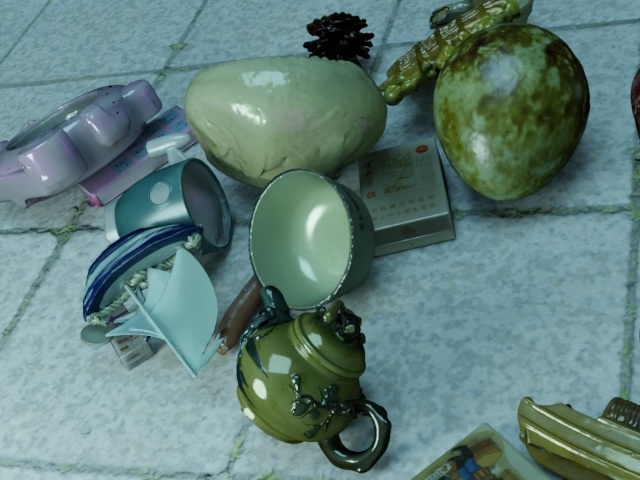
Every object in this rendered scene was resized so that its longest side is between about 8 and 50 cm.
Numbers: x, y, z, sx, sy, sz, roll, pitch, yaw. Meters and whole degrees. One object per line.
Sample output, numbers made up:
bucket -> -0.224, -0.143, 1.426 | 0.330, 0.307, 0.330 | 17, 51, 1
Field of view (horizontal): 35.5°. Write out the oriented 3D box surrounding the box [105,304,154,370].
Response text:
box -> -0.306, 0.149, 1.564 | 0.051, 0.036, 0.117 | -30, 42, -11

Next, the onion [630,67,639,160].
onion -> 0.551, -0.156, 1.403 | 0.221, 0.281, 0.281 | -44, 15, 50

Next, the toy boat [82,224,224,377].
toy boat -> -0.254, 0.095, 1.483 | 0.210, 0.070, 0.291 | -22, 52, 6

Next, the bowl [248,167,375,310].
bowl -> 0.000, 0.000, 1.504 | 0.211, 0.211, 0.112 | 19, 11, 37

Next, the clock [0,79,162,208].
clock -> -0.478, -0.193, 1.906 | 0.296, 0.113, 0.322 | -2, 34, 48

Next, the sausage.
sausage -> -0.112, 0.102, 1.528 | 0.047, 0.040, 0.176 | 15, 52, 28

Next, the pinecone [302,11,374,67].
pinecone -> 0.036, -0.373, 1.931 | 0.140, 0.140, 0.120 | -7, 75, 16

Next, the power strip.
power strip -> -0.349, -0.165, 1.927 | 0.279, 0.037, 0.109 | -37, 43, -18

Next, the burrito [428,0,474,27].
burrito -> 0.285, -0.454, 1.967 | 0.149, 0.055, 0.041 | -13, 71, 7

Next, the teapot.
teapot -> -0.002, 0.170, 1.292 | 0.269, 0.173, 0.182 | 46, 111, 21

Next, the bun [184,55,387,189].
bun -> -0.055, -0.188, 1.649 | 0.361, 0.212, 0.361 | -4, 3, 0

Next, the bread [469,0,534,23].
bread -> 0.315, -0.441, 1.880 | 0.152, 0.077, 0.105 | 33, 60, 19

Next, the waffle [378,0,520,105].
waffle -> 0.216, -0.336, 1.759 | 0.282, 0.058, 0.301 | -28, 13, 36

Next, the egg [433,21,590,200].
egg -> 0.292, -0.196, 1.536 | 0.238, 0.238, 0.289 | -6, 59, 17

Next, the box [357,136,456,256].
box -> 0.135, -0.072, 1.601 | 0.141, 0.058, 0.201 | -14, 41, 9

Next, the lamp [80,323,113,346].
lamp -> -0.265, 0.125, 1.515 | 0.198, 0.056, 0.050 | -5, 36, -8

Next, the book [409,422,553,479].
book -> 0.200, 0.344, 1.137 | 0.202, 0.027, 0.264 | -34, 42, -15

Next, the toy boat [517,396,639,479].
toy boat -> 0.368, 0.244, 1.125 | 0.310, 0.089, 0.115 | 20, 64, 38

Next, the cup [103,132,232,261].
cup -> -0.261, -0.038, 1.659 | 0.173, 0.167, 0.299 | -16, 65, 18
